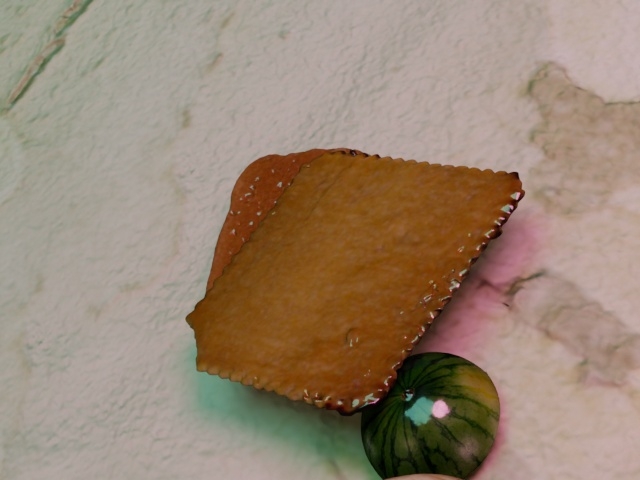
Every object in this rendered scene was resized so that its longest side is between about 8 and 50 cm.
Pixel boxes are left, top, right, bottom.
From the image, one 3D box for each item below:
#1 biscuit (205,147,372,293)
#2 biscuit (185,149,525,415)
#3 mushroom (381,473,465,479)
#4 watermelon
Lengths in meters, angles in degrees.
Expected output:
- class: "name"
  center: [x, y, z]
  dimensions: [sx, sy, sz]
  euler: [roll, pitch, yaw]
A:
- class: "biscuit"
  center: [0.000, 0.000, 1.275]
  dimensions: [0.186, 0.036, 0.192]
  euler: [-10, 47, 27]
- class: "biscuit"
  center: [0.014, 0.022, 1.188]
  dimensions: [0.237, 0.013, 0.232]
  euler: [10, 55, 47]
- class: "mushroom"
  center: [0.066, 0.223, 0.958]
  dimensions: [0.166, 0.127, 0.166]
  euler: [-4, 57, 7]
- class: "watermelon"
  center: [0.069, 0.119, 1.094]
  dimensions: [0.105, 0.062, 0.105]
  euler: [-22, 46, 25]
